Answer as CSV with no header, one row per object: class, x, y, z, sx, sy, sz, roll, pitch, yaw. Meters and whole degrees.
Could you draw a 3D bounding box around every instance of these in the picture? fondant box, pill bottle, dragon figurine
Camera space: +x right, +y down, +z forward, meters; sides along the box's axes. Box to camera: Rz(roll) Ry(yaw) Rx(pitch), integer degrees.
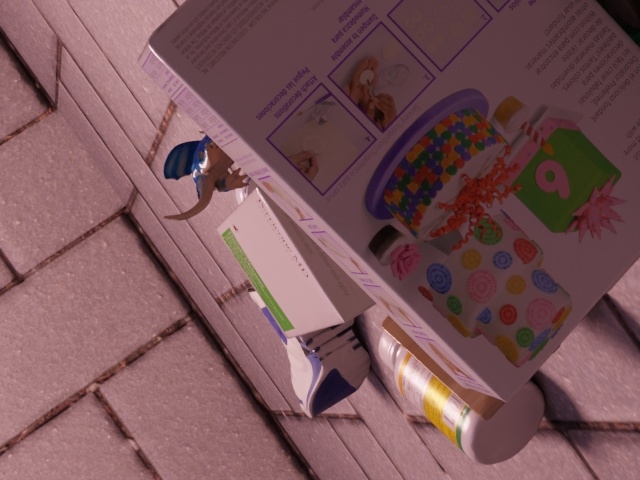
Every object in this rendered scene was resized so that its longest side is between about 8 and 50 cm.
fondant box,0.077,-0.091,0.862,0.330,0.238,0.096,45,170,-8
pill bottle,0.164,0.170,1.558,0.208,0.118,0.117,39,159,45
dragon figurine,-0.164,-0.106,1.826,0.085,0.289,0.144,39,143,-24

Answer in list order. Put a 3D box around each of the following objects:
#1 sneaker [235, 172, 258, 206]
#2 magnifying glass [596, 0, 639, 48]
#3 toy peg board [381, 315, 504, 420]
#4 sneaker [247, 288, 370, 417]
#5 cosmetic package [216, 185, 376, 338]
sneaker,-0.022,-0.003,1.858,0.258,0.094,0.091,51,159,-24
magnifying glass,0.173,-0.176,0.921,0.092,0.026,0.231,58,166,-15
toy peg board,0.177,0.084,1.271,0.161,0.161,0.079,41,178,41
sneaker,-0.022,0.133,2.110,0.182,0.127,0.315,49,158,36
cosmetic package,0.000,0.000,1.629,0.197,0.155,0.365,57,167,1
